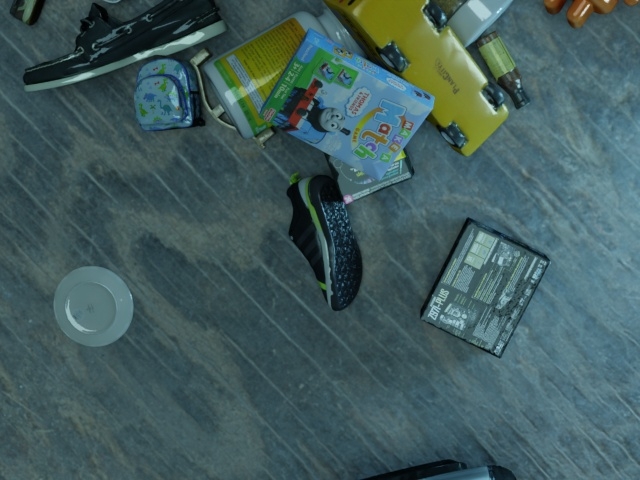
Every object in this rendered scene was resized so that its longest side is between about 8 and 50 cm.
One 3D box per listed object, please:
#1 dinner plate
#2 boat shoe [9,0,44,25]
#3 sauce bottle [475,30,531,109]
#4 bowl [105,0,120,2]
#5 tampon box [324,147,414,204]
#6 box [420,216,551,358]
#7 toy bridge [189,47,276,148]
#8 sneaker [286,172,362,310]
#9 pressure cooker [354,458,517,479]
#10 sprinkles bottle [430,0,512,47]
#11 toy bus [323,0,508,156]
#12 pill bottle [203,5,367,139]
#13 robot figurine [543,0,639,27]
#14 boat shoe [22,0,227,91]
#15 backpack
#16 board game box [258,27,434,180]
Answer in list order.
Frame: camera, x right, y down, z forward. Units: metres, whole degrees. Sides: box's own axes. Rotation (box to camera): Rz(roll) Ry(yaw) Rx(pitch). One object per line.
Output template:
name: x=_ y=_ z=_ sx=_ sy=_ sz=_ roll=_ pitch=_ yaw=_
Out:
dinner plate: x=-0.390 y=0.114 z=1.890 sx=0.141 sy=0.017 sz=0.141 roll=1 pitch=97 yaw=7
boat shoe: x=-0.471 y=-0.431 z=1.811 sx=0.049 sy=0.056 sz=0.152 roll=21 pitch=99 yaw=-2
sauce bottle: x=0.293 y=-0.270 z=1.761 sx=0.042 sy=0.042 sz=0.128 roll=-28 pitch=92 yaw=8
bowl: x=-0.349 y=-0.469 z=1.796 sx=0.142 sy=0.053 sz=0.142 roll=32 pitch=99 yaw=0
tampon box: x=0.067 y=-0.156 z=1.767 sx=0.120 sy=0.101 sz=0.161 roll=-22 pitch=94 yaw=8
box: x=0.264 y=0.076 z=1.788 sx=0.147 sy=0.077 sz=0.180 roll=25 pitch=98 yaw=2
toy bridge: x=-0.152 y=-0.225 z=1.819 sx=0.063 sy=0.026 sz=0.188 roll=-39 pitch=92 yaw=10
sneaker: x=0.000 y=0.000 z=1.820 sx=0.097 sy=0.084 sz=0.235 roll=-3 pitch=102 yaw=39
pressure cooker: x=0.131 y=0.554 z=1.712 sx=0.420 sy=0.375 sz=0.370 roll=-12 pitch=98 yaw=6
sprinkles bottle: x=0.141 y=-0.463 z=1.714 sx=0.355 sy=0.121 sz=0.121 roll=45 pitch=99 yaw=0
toy bus: x=0.150 y=-0.278 z=1.682 sx=0.108 sy=0.130 sz=0.333 roll=-47 pitch=126 yaw=-3
pill bottle: x=-0.048 y=-0.275 z=1.738 sx=0.245 sy=0.136 sz=0.136 roll=-30 pitch=93 yaw=-3
robot figurine: x=0.426 y=-0.436 z=1.685 sx=0.128 sy=0.158 sz=0.219 roll=27 pitch=102 yaw=-38
boat shoe: x=-0.326 y=-0.332 z=1.766 sx=0.340 sy=0.127 sz=0.113 roll=-17 pitch=105 yaw=5
backpack: x=-0.250 y=-0.237 z=1.793 sx=0.105 sy=0.084 sz=0.114 roll=-3 pitch=95 yaw=17
board game box: x=0.037 y=-0.198 z=1.636 sx=0.211 sy=0.039 sz=0.160 roll=26 pitch=129 yaw=-12
